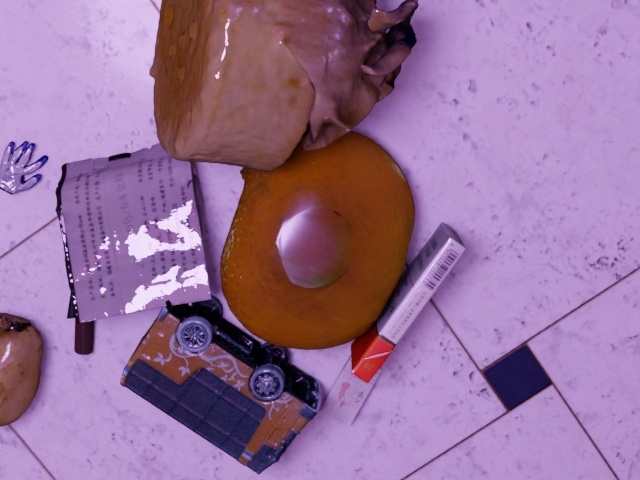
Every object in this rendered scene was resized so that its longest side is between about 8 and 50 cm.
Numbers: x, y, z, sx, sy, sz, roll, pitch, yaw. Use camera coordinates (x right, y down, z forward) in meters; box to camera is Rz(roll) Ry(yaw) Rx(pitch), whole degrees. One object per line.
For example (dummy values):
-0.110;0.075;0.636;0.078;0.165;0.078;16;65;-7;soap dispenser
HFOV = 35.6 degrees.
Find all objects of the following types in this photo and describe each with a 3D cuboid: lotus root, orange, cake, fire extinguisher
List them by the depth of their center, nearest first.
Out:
-0.036;-0.244;1.316;0.321;0.332;0.332;5;104;-23;cake
0.002;0.003;1.440;0.262;0.196;0.335;22;89;-19;orange
-0.490;0.208;1.499;0.125;0.118;0.221;29;106;25;lotus root
-0.363;0.090;1.510;0.049;0.035;0.173;-3;105;-33;fire extinguisher

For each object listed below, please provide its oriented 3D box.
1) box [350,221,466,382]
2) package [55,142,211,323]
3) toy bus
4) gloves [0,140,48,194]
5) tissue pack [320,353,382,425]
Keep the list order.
0.126;0.089;1.474;0.035;0.139;0.245;33;99;-5;box
-0.272;-0.021;1.429;0.204;0.062;0.251;-12;72;3;package
-0.147;0.211;1.496;0.275;0.138;0.167;34;102;-7;toy bus
-0.442;-0.106;1.472;0.064;0.026;0.086;26;96;-9;gloves
0.048;0.233;1.563;0.056;0.023;0.108;29;101;-8;tissue pack
